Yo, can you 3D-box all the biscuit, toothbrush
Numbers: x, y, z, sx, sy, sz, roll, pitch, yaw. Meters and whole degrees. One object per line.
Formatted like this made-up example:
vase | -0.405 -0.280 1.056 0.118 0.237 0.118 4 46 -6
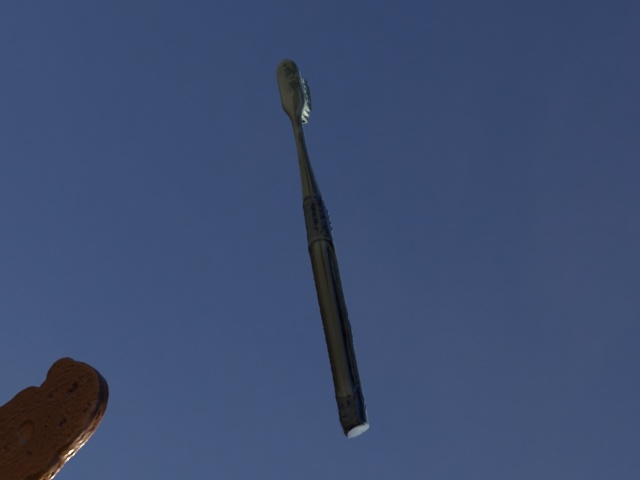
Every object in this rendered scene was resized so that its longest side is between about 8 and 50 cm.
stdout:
biscuit | -0.218 0.148 1.330 0.019 0.130 0.102 51 -6 -37
toothbrush | 0.000 0.000 0.910 0.019 0.016 0.219 46 30 -61
